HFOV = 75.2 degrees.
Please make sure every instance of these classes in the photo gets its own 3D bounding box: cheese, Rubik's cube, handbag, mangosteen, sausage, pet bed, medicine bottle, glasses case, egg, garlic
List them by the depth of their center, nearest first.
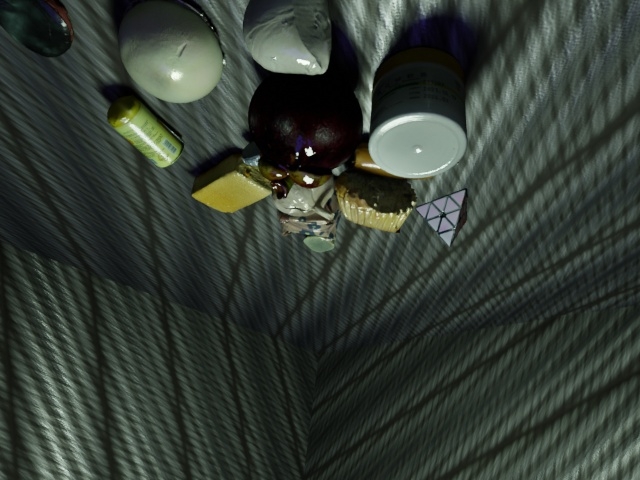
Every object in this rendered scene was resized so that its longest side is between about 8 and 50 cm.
[{"bbox_3d":[-0.077,-0.462,0.912,0.189,0.197,0.154,2,-170,29],"label":"cheese"},{"bbox_3d":[-0.725,-0.558,1.045,0.202,0.053,0.201,6,152,3],"label":"pet bed"},{"bbox_3d":[0.244,-0.316,1.048,0.238,0.231,0.237,6,150,3],"label":"medicine bottle"},{"bbox_3d":[-0.395,-0.442,1.048,0.264,0.173,0.287,33,146,-32],"label":"egg"},{"bbox_3d":[-0.050,-0.275,1.085,0.307,0.307,0.346,15,108,-12],"label":"mangosteen"},{"bbox_3d":[0.263,-0.244,1.306,0.329,0.111,0.112,7,151,2],"label":"sausage"},{"bbox_3d":[-0.117,-0.291,1.308,0.283,0.109,0.067,-3,138,19],"label":"glasses case"},{"bbox_3d":[-0.556,-0.347,1.316,0.124,0.124,0.239,-7,147,25],"label":"medicine bottle"},{"bbox_3d":[-0.033,-0.134,1.326,0.219,0.212,0.218,-28,154,-15],"label":"garlic"},{"bbox_3d":[-0.040,-0.113,1.523,0.252,0.193,0.190,5,150,6],"label":"handbag"},{"bbox_3d":[0.447,-0.123,1.542,0.178,0.211,0.190,19,123,23],"label":"Rubik's cube"}]

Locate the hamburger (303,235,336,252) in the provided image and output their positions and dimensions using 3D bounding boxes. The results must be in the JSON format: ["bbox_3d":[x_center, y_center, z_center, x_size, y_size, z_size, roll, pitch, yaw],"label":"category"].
[{"bbox_3d":[0.000,0.000,1.854,0.140,0.062,0.133,-12,142,35],"label":"hamburger"}]

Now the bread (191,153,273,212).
[{"bbox_3d":[-0.318,-0.205,1.518,0.275,0.114,0.185,-17,146,39],"label":"bread"}]

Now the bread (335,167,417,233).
[{"bbox_3d":[0.172,-0.136,1.363,0.275,0.274,0.149,12,124,-6],"label":"bread"}]
